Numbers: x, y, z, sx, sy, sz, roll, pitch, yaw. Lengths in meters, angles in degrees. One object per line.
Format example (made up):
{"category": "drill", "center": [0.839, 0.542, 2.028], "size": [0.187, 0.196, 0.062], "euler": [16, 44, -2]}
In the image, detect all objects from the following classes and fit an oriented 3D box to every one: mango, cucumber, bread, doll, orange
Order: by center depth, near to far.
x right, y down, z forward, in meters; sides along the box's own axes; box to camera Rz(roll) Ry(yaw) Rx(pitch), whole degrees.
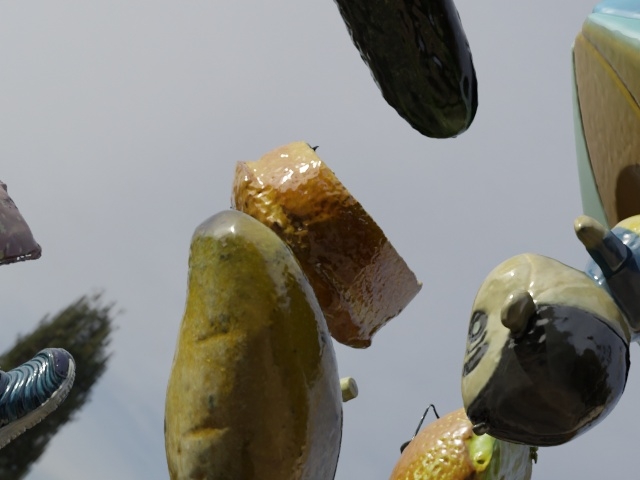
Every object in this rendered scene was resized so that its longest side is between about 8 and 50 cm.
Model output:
{"category": "doll", "center": [0.127, 0.031, 0.531], "size": [0.089, 0.179, 0.102], "euler": [26, -30, 33]}
{"category": "cucumber", "center": [0.032, -0.171, 0.643], "size": [0.074, 0.074, 0.241], "euler": [-5, -66, 57]}
{"category": "mango", "center": [-0.060, 0.141, 1.001], "size": [0.176, 0.175, 0.329], "euler": [13, -78, 15]}
{"category": "bread", "center": [0.004, 0.005, 1.168], "size": [0.260, 0.129, 0.134], "euler": [51, 2, -6]}
{"category": "orange", "center": [0.196, 0.391, 1.514], "size": [0.196, 0.334, 0.262], "euler": [2, -14, 41]}

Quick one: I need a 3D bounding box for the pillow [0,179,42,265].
{"category": "pillow", "center": [-0.408, -0.015, 1.280], "size": [0.043, 0.185, 0.118], "euler": [-29, -90, 25]}

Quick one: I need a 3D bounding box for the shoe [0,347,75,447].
{"category": "shoe", "center": [-0.400, 0.190, 1.329], "size": [0.091, 0.207, 0.106], "euler": [4, -60, 53]}

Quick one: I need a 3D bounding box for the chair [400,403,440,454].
{"category": "chair", "center": [0.194, 0.384, 1.740], "size": [0.140, 0.221, 0.145], "euler": [-12, -67, 52]}

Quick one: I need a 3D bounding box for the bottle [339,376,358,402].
{"category": "bottle", "center": [-0.058, 0.284, 1.802], "size": [0.270, 0.083, 0.083], "euler": [-24, -63, 23]}

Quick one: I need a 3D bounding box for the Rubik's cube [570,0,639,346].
{"category": "Rubik's cube", "center": [0.453, -0.055, 0.960], "size": [0.352, 0.351, 0.347], "euler": [-125, -160, -61]}
